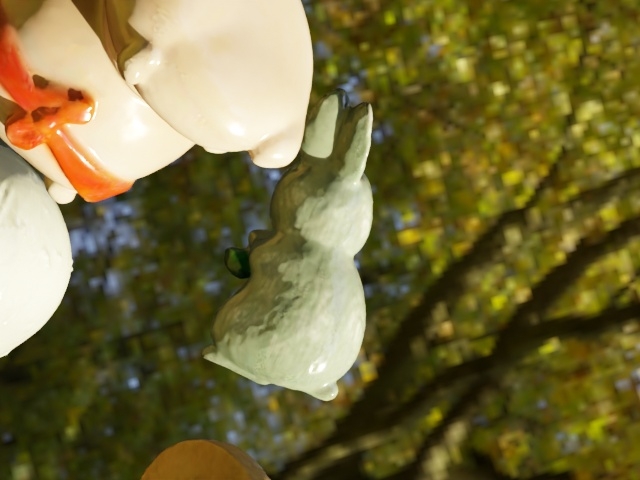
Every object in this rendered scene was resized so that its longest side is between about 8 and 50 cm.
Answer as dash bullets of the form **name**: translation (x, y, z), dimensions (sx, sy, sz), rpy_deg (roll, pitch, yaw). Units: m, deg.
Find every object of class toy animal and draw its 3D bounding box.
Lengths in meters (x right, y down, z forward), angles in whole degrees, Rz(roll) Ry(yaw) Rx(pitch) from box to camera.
- **toy animal**: translation (0.001, 0.004, 1.552), dimensions (0.138, 0.108, 0.236), rpy_deg (30, -83, 15)
- **toy animal**: translation (-0.104, -0.103, 1.059), dimensions (0.197, 0.171, 0.171), rpy_deg (-10, -86, 37)

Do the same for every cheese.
- **cheese**: translation (-0.263, 0.011, 1.317), dimensions (0.198, 0.189, 0.154), rpy_deg (84, -13, -64)

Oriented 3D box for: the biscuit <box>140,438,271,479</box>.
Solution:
- **biscuit**: translation (-0.090, 0.359, 2.030), dimensions (0.275, 0.052, 0.355), rpy_deg (-52, -126, 25)
